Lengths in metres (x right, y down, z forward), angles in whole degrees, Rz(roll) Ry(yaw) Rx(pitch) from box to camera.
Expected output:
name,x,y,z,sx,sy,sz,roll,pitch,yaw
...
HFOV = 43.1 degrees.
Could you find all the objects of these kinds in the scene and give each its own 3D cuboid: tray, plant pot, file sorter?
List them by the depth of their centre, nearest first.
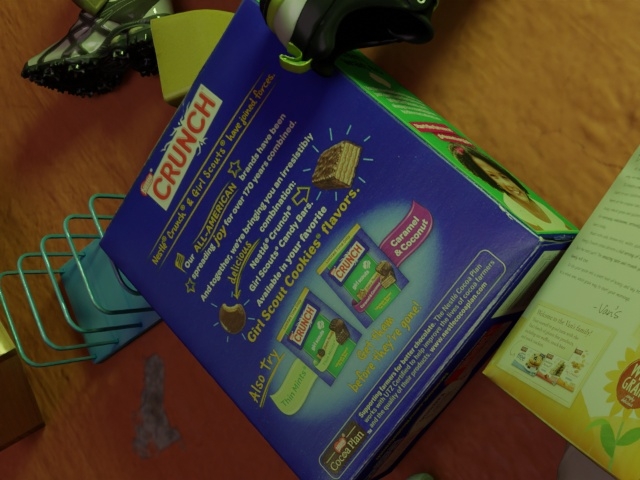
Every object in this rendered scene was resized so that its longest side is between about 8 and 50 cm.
name,x,y,z,sx,sy,sz,roll,pitch,yaw
plant pot,-0.097,-0.170,0.757,0.083,0.081,0.082,-15,82,19
file sorter,-0.229,0.041,0.821,0.170,0.104,0.118,-34,72,28
tray,-0.451,0.027,0.914,0.411,0.076,0.203,49,153,22

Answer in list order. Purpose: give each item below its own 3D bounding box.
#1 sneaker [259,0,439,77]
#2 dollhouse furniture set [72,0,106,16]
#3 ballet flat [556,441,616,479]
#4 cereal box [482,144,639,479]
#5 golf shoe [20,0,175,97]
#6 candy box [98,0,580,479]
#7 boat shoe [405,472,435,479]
name,x,y,z,sx,sy,sz,roll,pitch,yaw
sneaker,0.068,-0.187,0.603,0.234,0.084,0.097,-28,72,-8
dollhouse furniture set,-0.228,-0.343,0.756,0.101,0.161,0.182,37,86,27
ballet flat,0.259,0.080,0.517,0.139,0.139,0.400,47,109,23
cereal box,0.214,0.020,0.483,0.240,0.047,0.173,-55,18,1
golf shoe,-0.228,-0.211,0.847,0.198,0.077,0.094,-9,74,25
candy box,0.000,0.000,0.667,0.317,0.122,0.268,44,112,23
boat shoe,0.064,0.283,0.658,0.083,0.065,0.184,-10,86,30
